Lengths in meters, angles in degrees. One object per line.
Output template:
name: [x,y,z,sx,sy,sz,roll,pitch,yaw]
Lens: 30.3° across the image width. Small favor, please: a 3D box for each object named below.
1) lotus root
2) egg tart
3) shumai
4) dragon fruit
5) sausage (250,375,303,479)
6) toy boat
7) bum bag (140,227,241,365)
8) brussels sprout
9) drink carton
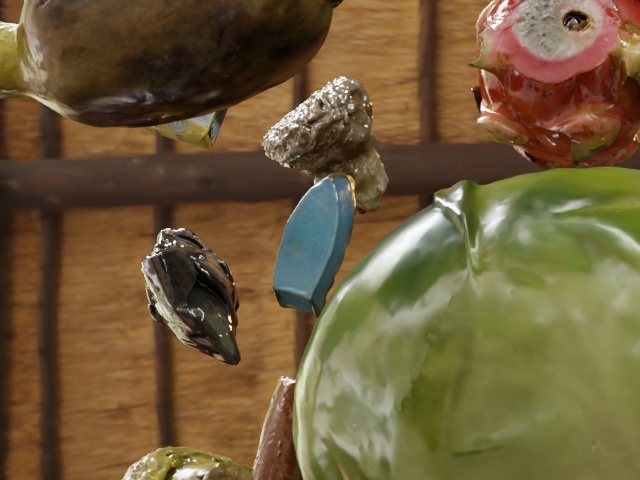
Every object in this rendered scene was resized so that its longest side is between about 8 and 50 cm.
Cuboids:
lotus root: [-0.103,-0.157,0.830,0.314,0.169,0.142,-22,-106,4]
egg tart: [-0.136,0.384,1.552,0.123,0.294,0.294,-37,-115,33]
shumai: [0.026,-0.121,1.632,0.166,0.206,0.176,-35,-78,19]
dragon fruit: [0.261,-0.172,1.234,0.224,0.227,0.224,-10,-114,24]
sausage: [-0.044,0.300,1.420,0.076,0.103,0.302,9,-96,23]
toy boat: [0.000,0.000,1.439,0.075,0.077,0.186,11,-103,21]
bum bag: [-0.143,0.061,1.327,0.144,0.095,0.340,56,-2,-7]
brussels sprout: [0.172,0.114,0.839,0.425,0.361,0.342,-28,-149,50]
drink carton: [-0.196,-0.160,1.219,0.199,0.084,0.075,19,-97,4]
